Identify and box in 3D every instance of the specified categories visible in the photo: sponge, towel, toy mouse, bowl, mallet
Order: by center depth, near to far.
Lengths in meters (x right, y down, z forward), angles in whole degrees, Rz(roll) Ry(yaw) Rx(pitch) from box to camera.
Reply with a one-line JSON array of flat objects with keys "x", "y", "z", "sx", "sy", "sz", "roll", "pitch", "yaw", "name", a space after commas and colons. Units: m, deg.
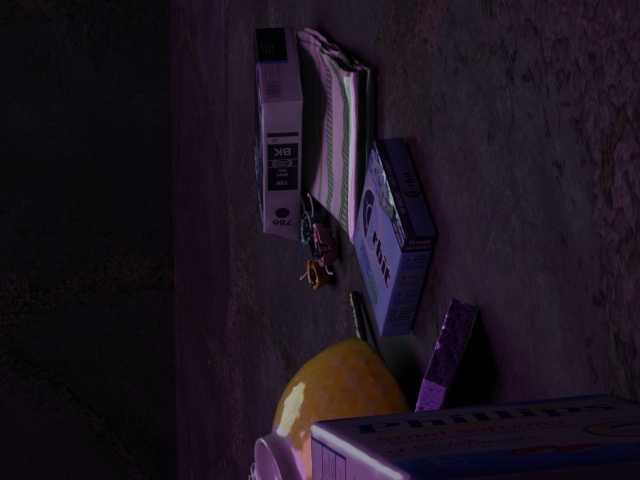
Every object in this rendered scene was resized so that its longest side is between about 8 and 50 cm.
[{"x": 0.122, "y": 0.169, "z": 1.712, "sx": 0.210, "sy": 0.031, "sz": 0.117, "roll": 101, "pitch": -171, "yaw": -50, "name": "sponge"}, {"x": 0.011, "y": 0.278, "z": 1.956, "sx": 0.289, "sy": 0.156, "sz": 0.289, "roll": 166, "pitch": 90, "yaw": -72, "name": "bowl"}, {"x": 0.059, "y": 0.136, "z": 2.079, "sx": 0.062, "sy": 0.039, "sz": 0.190, "roll": 102, "pitch": 163, "yaw": -53, "name": "mallet"}, {"x": 0.016, "y": -0.146, "z": 2.158, "sx": 0.325, "sy": 0.038, "sz": 0.248, "roll": -132, "pitch": 38, "yaw": -69, "name": "towel"}, {"x": 0.000, "y": 0.000, "z": 2.280, "sx": 0.161, "sy": 0.031, "sz": 0.143, "roll": -148, "pitch": 53, "yaw": -72, "name": "toy mouse"}]

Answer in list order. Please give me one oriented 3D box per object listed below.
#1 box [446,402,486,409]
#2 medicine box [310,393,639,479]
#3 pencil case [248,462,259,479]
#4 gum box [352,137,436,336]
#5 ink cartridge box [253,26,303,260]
[{"x": 0.177, "y": 0.290, "z": 1.591, "sx": 0.233, "sy": 0.044, "sz": 0.159, "roll": -119, "pitch": 27, "yaw": -61, "name": "box"}, {"x": 0.152, "y": 0.213, "z": 1.196, "sx": 0.289, "sy": 0.263, "sz": 0.149, "roll": -172, "pitch": 79, "yaw": -76, "name": "medicine box"}, {"x": -0.063, "y": 0.461, "z": 2.362, "sx": 0.113, "sy": 0.124, "sz": 0.273, "roll": -14, "pitch": 62, "yaw": 54, "name": "pencil case"}, {"x": 0.086, "y": -0.003, "z": 1.896, "sx": 0.184, "sy": 0.041, "sz": 0.157, "roll": 99, "pitch": 161, "yaw": -48, "name": "gum box"}, {"x": -0.063, "y": -0.136, "z": 2.340, "sx": 0.333, "sy": 0.065, "sz": 0.165, "roll": 90, "pitch": 174, "yaw": -46, "name": "ink cartridge box"}]
